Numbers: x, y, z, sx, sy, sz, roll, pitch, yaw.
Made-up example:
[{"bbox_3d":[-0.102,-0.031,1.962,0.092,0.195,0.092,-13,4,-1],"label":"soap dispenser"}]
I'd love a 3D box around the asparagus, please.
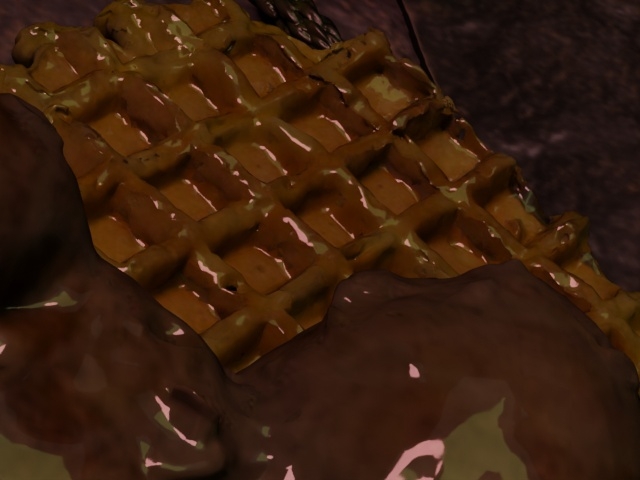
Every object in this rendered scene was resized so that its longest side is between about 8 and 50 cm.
[{"bbox_3d":[-0.044,-0.169,0.952,0.034,0.027,0.236,-12,50,-22],"label":"asparagus"}]

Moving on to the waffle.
[{"bbox_3d":[-0.001,0.003,0.761,0.307,0.060,0.312,4,47,-24],"label":"waffle"}]

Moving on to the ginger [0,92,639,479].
[{"bbox_3d":[-0.052,0.085,0.547,0.304,0.155,0.244,24,80,-12],"label":"ginger"}]
